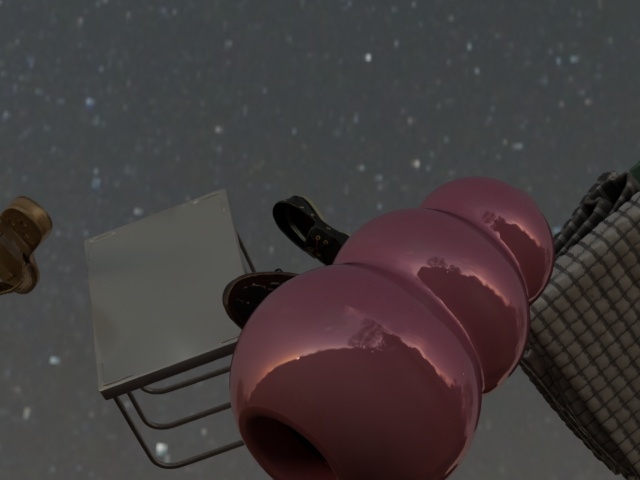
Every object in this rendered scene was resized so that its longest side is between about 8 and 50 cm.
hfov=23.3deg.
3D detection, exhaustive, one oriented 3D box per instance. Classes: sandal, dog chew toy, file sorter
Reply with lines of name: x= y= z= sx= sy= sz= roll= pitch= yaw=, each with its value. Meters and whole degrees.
sandal: x=-0.398 y=0.028 z=1.929 sx=0.088 sy=0.079 sz=0.240 roll=39 pitch=-32 yaw=0
dog chew toy: x=0.077 y=0.069 z=1.288 sx=0.207 sy=0.332 sz=0.206 roll=29 pitch=-35 yaw=23
file sorter: x=-0.162 y=0.110 z=1.911 sx=0.193 sy=0.277 sz=0.173 roll=-20 pitch=-49 yaw=3

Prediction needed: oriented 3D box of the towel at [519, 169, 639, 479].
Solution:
towel: x=0.323 y=0.089 z=1.637 sx=0.235 sy=0.121 sz=0.283 roll=-44 pitch=-64 yaw=-6

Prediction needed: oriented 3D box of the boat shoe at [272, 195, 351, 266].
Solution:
boat shoe: x=-0.001 y=0.001 z=1.672 sx=0.042 sy=0.133 sz=0.049 roll=-12 pitch=-42 yaw=-46

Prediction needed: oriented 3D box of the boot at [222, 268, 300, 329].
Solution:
boot: x=-0.036 y=0.070 z=1.502 sx=0.219 sy=0.082 sz=0.106 roll=20 pitch=-4 yaw=-44

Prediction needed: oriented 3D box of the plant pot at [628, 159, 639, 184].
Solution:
plant pot: x=0.524 y=-0.044 z=2.000 sx=0.234 sy=0.166 sz=0.165 roll=50 pitch=-35 yaw=3
